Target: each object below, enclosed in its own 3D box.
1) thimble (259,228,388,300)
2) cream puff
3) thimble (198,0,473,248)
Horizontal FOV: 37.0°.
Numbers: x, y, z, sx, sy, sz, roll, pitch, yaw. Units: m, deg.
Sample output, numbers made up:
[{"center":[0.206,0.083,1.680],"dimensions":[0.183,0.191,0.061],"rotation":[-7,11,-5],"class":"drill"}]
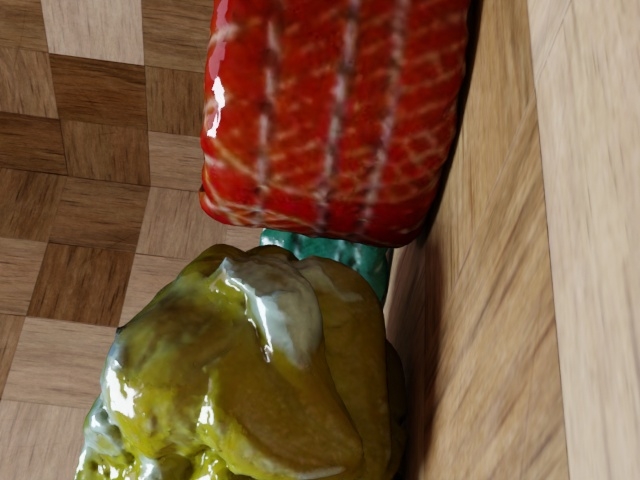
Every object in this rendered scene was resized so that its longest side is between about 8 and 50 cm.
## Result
[{"center":[0.000,0.000,1.269],"dimensions":[0.288,0.167,0.254],"rotation":[125,154,-82],"class":"thimble"},{"center":[-0.054,0.182,0.902],"dimensions":[0.378,0.275,0.378],"rotation":[-63,-8,-15],"class":"cream puff"},{"center":[0.008,-0.176,0.933],"dimensions":[0.350,0.230,0.350],"rotation":[-172,90,-87],"class":"thimble"}]
